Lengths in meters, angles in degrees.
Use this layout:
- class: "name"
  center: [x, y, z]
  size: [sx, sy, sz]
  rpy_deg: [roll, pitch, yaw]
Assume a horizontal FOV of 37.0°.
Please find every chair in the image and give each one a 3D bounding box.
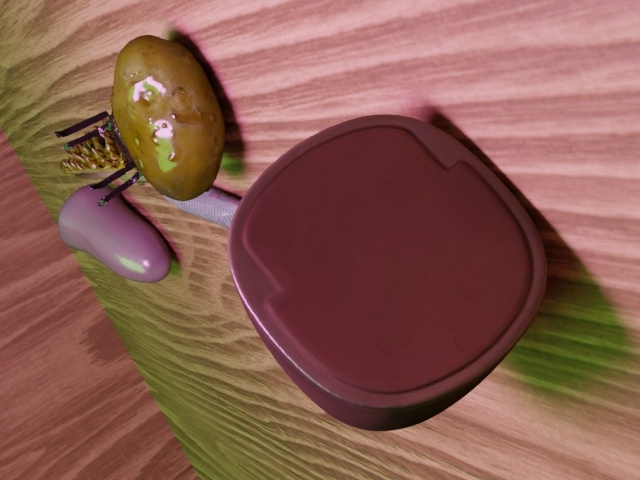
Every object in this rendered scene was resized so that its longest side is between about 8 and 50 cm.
- class: "chair"
  center: [-0.329, -0.174, 1.632]
  size: [0.174, 0.213, 0.149]
  rpy_deg: [58, 174, 1]

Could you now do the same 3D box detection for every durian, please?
- class: "durian"
  center: [-0.394, -0.149, 1.852]
  size: [0.169, 0.157, 0.355]
  rpy_deg: [47, 163, -19]

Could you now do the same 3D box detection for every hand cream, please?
- class: "hand cream"
  center: [-0.169, -0.049, 1.615]
  size: [0.331, 0.058, 0.085]
  rpy_deg: [25, 144, 50]

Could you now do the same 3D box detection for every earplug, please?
- class: "earplug"
  center: [-0.445, 0.003, 2.175]
  size: [0.301, 0.172, 0.172]
  rpy_deg: [31, 146, 38]

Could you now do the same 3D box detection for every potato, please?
- class: "potato"
  center: [-0.223, -0.186, 1.441]
  size: [0.186, 0.148, 0.253]
  rpy_deg: [10, 122, 42]

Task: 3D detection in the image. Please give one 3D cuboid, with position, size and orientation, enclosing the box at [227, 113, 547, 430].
- class: "box"
  center: [0.059, 0.050, 0.986]
  size: [0.301, 0.301, 0.216]
  rpy_deg: [51, 165, 17]
